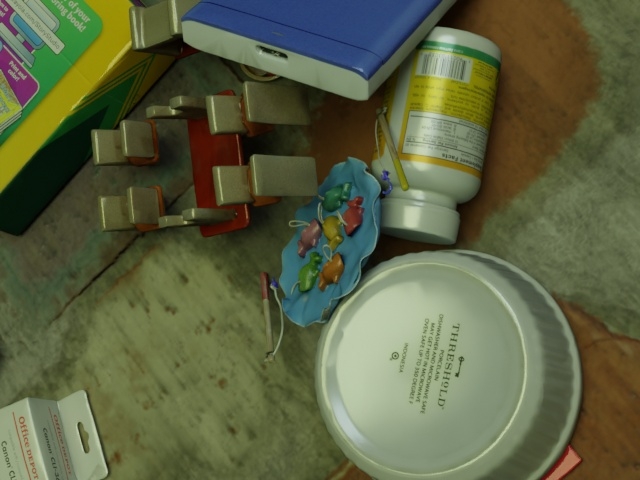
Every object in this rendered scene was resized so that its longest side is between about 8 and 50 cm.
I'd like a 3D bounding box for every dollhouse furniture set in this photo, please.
[{"bbox_3d":[-0.119,-0.136,1.347,0.262,0.135,0.259,-11,84,44],"label":"dollhouse furniture set"}]

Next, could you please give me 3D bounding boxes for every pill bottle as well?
[{"bbox_3d":[0.116,-0.106,1.284,0.117,0.117,0.208,8,83,22],"label":"pill bottle"}]

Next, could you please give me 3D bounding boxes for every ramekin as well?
[{"bbox_3d":[0.117,0.132,1.233,0.272,0.127,0.273,-5,77,22],"label":"ramekin"}]

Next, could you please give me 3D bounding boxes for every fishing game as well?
[{"bbox_3d":[0.000,0.000,1.264,0.264,0.041,0.189,-51,30,33],"label":"fishing game"}]

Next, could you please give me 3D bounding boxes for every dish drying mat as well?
[{"bbox_3d":[0.223,0.235,1.243,0.083,0.008,0.032,-42,68,10],"label":"dish drying mat"}]

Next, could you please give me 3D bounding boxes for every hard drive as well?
[{"bbox_3d":[0.033,-0.271,1.280,0.210,0.040,0.319,21,48,22],"label":"hard drive"}]

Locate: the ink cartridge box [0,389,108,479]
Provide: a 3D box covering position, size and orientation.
[{"bbox_3d":[-0.354,0.254,1.423,0.198,0.067,0.115,-25,72,14],"label":"ink cartridge box"}]

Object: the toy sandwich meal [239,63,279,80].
[{"bbox_3d":[-0.065,-0.225,1.420,0.085,0.029,0.086,-4,79,20],"label":"toy sandwich meal"}]

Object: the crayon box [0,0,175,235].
[{"bbox_3d":[-0.394,-0.244,1.507,0.313,0.106,0.363,-46,69,6],"label":"crayon box"}]
